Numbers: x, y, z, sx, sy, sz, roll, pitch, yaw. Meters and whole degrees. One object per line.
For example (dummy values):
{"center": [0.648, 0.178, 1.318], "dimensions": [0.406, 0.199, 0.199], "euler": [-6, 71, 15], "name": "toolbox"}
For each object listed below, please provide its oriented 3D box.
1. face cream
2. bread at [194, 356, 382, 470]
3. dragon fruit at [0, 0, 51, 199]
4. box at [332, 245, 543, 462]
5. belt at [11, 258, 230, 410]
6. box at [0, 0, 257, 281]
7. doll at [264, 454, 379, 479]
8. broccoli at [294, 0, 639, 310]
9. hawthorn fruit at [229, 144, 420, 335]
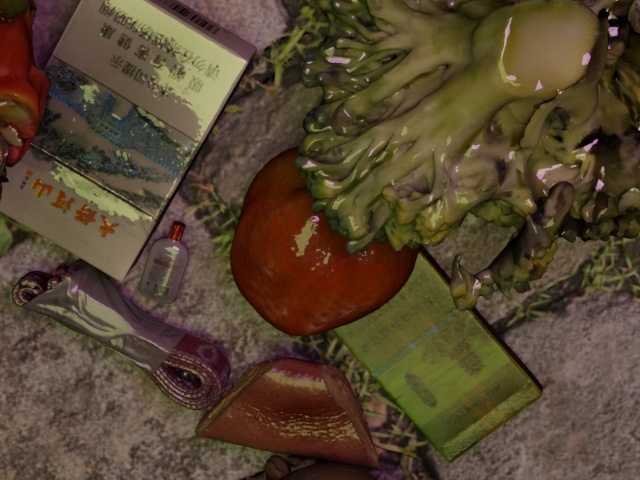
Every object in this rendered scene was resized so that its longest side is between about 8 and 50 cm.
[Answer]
{"center": [-0.152, 0.021, 1.577], "dimensions": [0.040, 0.021, 0.083], "euler": [20, 108, 0], "name": "face cream"}
{"center": [-0.023, 0.164, 1.581], "dimensions": [0.192, 0.067, 0.119], "euler": [13, 118, 3], "name": "bread"}
{"center": [-0.357, -0.126, 1.416], "dimensions": [0.226, 0.305, 0.305], "euler": [32, 108, -7], "name": "dragon fruit"}
{"center": [0.113, 0.112, 1.570], "dimensions": [0.121, 0.030, 0.193], "euler": [-38, 99, 16], "name": "box"}
{"center": [-0.195, 0.088, 1.588], "dimensions": [0.232, 0.053, 0.071], "euler": [30, 116, -3], "name": "belt"}
{"center": [-0.194, -0.112, 1.517], "dimensions": [0.164, 0.069, 0.256], "euler": [31, 108, -3], "name": "box"}
{"center": [0.056, 0.358, 1.565], "dimensions": [0.174, 0.235, 0.330], "euler": [-36, 119, -10], "name": "doll"}
{"center": [0.146, -0.115, 1.362], "dimensions": [0.334, 0.272, 0.324], "euler": [14, 108, -8], "name": "broccoli"}
{"center": [0.000, 0.000, 1.477], "dimensions": [0.189, 0.189, 0.189], "euler": [2, 107, 6], "name": "hawthorn fruit"}
